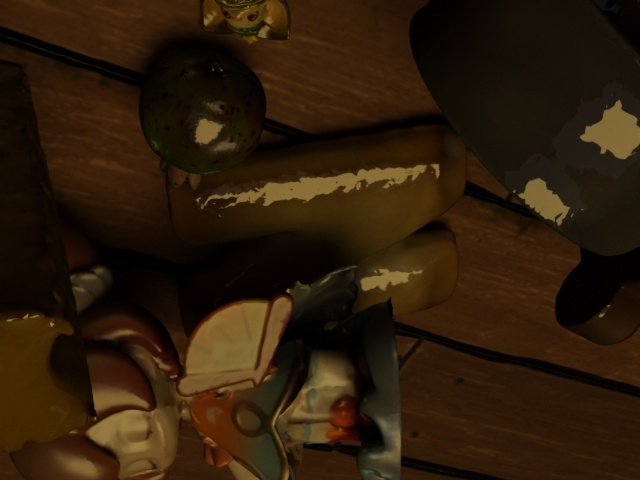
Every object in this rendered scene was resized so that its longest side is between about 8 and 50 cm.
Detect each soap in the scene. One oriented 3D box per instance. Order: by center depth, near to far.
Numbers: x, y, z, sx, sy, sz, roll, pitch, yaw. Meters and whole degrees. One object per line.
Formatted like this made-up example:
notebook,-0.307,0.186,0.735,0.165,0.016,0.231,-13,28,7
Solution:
soap,-0.345,0.021,1.139,0.293,0.335,0.156,-15,134,-7

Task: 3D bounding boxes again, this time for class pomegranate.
pomegranate,-0.106,-0.099,1.259,0.115,0.114,0.142,2,140,-19

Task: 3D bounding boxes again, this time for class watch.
watch,0.238,-0.137,1.235,0.327,0.335,0.314,38,119,-19

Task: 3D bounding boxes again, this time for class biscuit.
biscuit,0.000,0.000,1.417,0.291,0.062,0.236,-7,134,-9

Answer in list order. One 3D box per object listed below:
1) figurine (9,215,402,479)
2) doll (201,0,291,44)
figurine,-0.126,0.123,1.327,0.388,0.248,0.276,-3,131,-1
doll,-0.063,-0.215,1.215,0.078,0.076,0.113,7,164,9
